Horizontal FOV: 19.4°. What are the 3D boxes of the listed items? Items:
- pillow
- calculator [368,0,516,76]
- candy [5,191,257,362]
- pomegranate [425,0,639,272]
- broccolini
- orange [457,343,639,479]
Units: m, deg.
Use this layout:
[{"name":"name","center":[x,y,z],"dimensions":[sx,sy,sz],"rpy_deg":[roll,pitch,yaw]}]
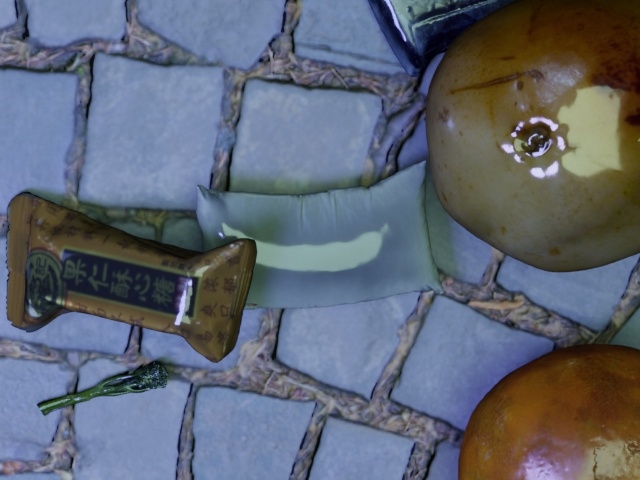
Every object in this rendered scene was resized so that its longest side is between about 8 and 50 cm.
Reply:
[{"name":"pillow","center":[0.001,-0.001,1.943],"dimensions":[0.254,0.078,0.144],"rpy_deg":[-6,98,-8]},{"name":"calculator","center":[0.119,-0.315,1.946],"dimensions":[0.177,0.040,0.268],"rpy_deg":[-20,96,-9]},{"name":"candy","center":[-0.201,0.042,1.883],"dimensions":[0.271,0.101,0.143],"rpy_deg":[11,95,17]},{"name":"pomegranate","center":[0.257,-0.111,1.873],"dimensions":[0.319,0.319,0.319],"rpy_deg":[-1,98,-10]},{"name":"broccolini","center":[-0.226,0.157,1.947],"dimensions":[0.140,0.035,0.030],"rpy_deg":[-16,97,-6]},{"name":"orange","center":[0.285,0.248,1.959],"dimensions":[0.284,0.226,0.284],"rpy_deg":[-2,104,-7]}]
